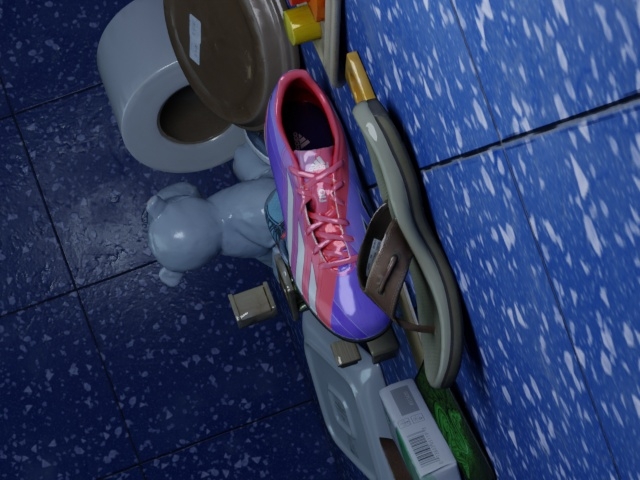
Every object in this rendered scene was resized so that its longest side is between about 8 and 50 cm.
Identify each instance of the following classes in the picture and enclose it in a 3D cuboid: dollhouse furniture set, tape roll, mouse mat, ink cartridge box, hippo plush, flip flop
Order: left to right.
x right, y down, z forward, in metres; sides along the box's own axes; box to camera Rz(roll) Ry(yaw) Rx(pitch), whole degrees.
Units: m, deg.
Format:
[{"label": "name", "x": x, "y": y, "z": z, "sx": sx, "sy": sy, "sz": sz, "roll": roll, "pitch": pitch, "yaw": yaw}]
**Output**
[{"label": "tape roll", "x": -0.210, "y": -0.248, "z": 2.257, "sx": 0.246, "sy": 0.246, "sz": 0.169, "roll": 78, "pitch": 170, "yaw": -52}, {"label": "hippo plush", "x": -0.139, "y": -0.002, "z": 2.214, "sx": 0.294, "sy": 0.236, "sz": 0.234, "roll": -123, "pitch": 15, "yaw": -66}, {"label": "dollhouse furniture set", "x": -0.012, "y": 0.096, "z": 1.873, "sx": 0.101, "sy": 0.182, "sz": 0.161, "roll": 81, "pitch": 168, "yaw": -61}, {"label": "flip flop", "x": 0.067, "y": 0.008, "z": 1.348, "sx": 0.112, "sy": 0.080, "sz": 0.277, "roll": -133, "pitch": 24, "yaw": -75}, {"label": "ink cartridge box", "x": 0.142, "y": 0.311, "z": 1.817, "sx": 0.181, "sy": 0.056, "sz": 0.225, "roll": -118, "pitch": 11, "yaw": -58}, {"label": "mouse mat", "x": 0.144, "y": 0.202, "z": 1.582, "sx": 0.153, "sy": 0.007, "sz": 0.190, "roll": 63, "pitch": 173, "yaw": 14}]

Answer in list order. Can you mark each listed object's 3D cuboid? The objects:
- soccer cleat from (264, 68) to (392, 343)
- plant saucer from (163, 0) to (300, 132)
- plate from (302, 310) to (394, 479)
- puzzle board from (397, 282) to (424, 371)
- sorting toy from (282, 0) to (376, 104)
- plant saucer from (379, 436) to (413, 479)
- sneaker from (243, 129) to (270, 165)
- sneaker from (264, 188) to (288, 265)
[{"label": "soccer cleat", "x": 0.004, "y": -0.040, "z": 1.624, "sx": 0.116, "sy": 0.108, "sz": 0.318, "roll": 88, "pitch": 167, "yaw": -67}, {"label": "plant saucer", "x": -0.123, "y": -0.265, "z": 1.865, "sx": 0.278, "sy": 0.041, "sz": 0.278, "roll": 38, "pitch": 141, "yaw": 39}, {"label": "plate", "x": 0.049, "y": 0.264, "z": 2.302, "sx": 0.277, "sy": 0.045, "sz": 0.278, "roll": 37, "pitch": 146, "yaw": 59}, {"label": "puzzle board", "x": 0.105, "y": 0.098, "z": 1.645, "sx": 0.096, "sy": 0.011, "sz": 0.128, "roll": -135, "pitch": 26, "yaw": -79}, {"label": "sorting toy", "x": -0.026, "y": -0.265, "z": 1.460, "sx": 0.196, "sy": 0.047, "sz": 0.348, "roll": 82, "pitch": 167, "yaw": -64}, {"label": "plant saucer", "x": 0.136, "y": 0.352, "z": 1.980, "sx": 0.198, "sy": 0.036, "sz": 0.199, "roll": -25, "pitch": -90, "yaw": -88}, {"label": "sneaker", "x": -0.084, "y": -0.219, "z": 1.964, "sx": 0.163, "sy": 0.086, "sz": 0.226, "roll": 75, "pitch": 174, "yaw": -61}, {"label": "sneaker", "x": 0.000, "y": 0.000, "z": 1.756, "sx": 0.262, "sy": 0.104, "sz": 0.125, "roll": 52, "pitch": -179, "yaw": 42}]
